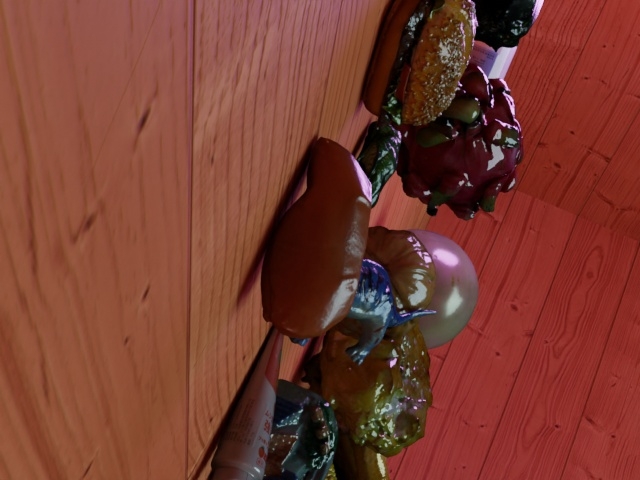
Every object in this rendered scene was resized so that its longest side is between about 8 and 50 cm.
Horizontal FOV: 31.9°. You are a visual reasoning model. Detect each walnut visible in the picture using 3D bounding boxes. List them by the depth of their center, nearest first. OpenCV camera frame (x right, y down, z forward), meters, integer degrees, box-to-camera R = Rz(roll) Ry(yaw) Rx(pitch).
[{"bbox_3d":[0.073,0.058,1.475,0.184,0.155,0.155,102,14,-70],"label":"walnut"}]

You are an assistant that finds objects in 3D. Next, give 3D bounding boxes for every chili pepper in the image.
[{"bbox_3d":[0.045,-0.051,1.296,0.073,0.050,0.182,-61,176,-88],"label":"chili pepper"}]

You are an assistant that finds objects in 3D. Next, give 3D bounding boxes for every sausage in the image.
[{"bbox_3d":[0.000,0.000,0.986,0.089,0.089,0.179,79,26,-78],"label":"sausage"}]

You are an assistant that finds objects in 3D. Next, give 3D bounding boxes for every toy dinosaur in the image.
[{"bbox_3d":[0.027,0.070,1.287,0.144,0.076,0.329,-47,141,-2],"label":"toy dinosaur"}]

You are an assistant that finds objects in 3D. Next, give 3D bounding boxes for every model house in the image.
[{"bbox_3d":[-0.061,0.258,1.299,0.148,0.119,0.148,-35,149,-62],"label":"model house"}]

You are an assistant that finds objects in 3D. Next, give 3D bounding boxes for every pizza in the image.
[{"bbox_3d":[0.052,0.359,2.020,0.075,0.288,0.280,-17,138,-16],"label":"pizza"}]

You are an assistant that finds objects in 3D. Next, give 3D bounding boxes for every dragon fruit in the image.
[{"bbox_3d":[0.189,-0.152,1.570,0.218,0.198,0.273,-36,141,-12],"label":"dragon fruit"}]

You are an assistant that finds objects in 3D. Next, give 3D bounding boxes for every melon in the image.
[{"bbox_3d":[0.176,0.091,2.058,0.317,0.223,0.223,84,29,-86],"label":"melon"}]

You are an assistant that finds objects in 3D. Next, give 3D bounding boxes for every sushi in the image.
[{"bbox_3d":[0.225,-0.322,1.448,0.225,0.127,0.124,54,60,-84],"label":"sushi"}]

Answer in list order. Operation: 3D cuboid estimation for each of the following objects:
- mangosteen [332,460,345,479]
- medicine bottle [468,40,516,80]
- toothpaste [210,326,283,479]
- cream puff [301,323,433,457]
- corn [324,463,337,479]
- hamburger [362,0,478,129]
[{"bbox_3d":[-0.044,0.433,1.987,0.145,0.181,0.156,-7,110,-32],"label":"mangosteen"},{"bbox_3d":[0.277,-0.290,2.042,0.103,0.102,0.187,-40,154,-75],"label":"medicine bottle"},{"bbox_3d":[-0.072,0.185,1.216,0.089,0.057,0.234,105,0,-54],"label":"toothpaste"},{"bbox_3d":[0.069,0.215,1.801,0.282,0.185,0.282,-5,90,-71],"label":"cream puff"},{"bbox_3d":[-0.008,0.429,1.841,0.093,0.093,0.244,98,-23,-65],"label":"corn"},{"bbox_3d":[0.109,-0.194,1.143,0.166,0.087,0.137,104,12,-54],"label":"hamburger"}]
